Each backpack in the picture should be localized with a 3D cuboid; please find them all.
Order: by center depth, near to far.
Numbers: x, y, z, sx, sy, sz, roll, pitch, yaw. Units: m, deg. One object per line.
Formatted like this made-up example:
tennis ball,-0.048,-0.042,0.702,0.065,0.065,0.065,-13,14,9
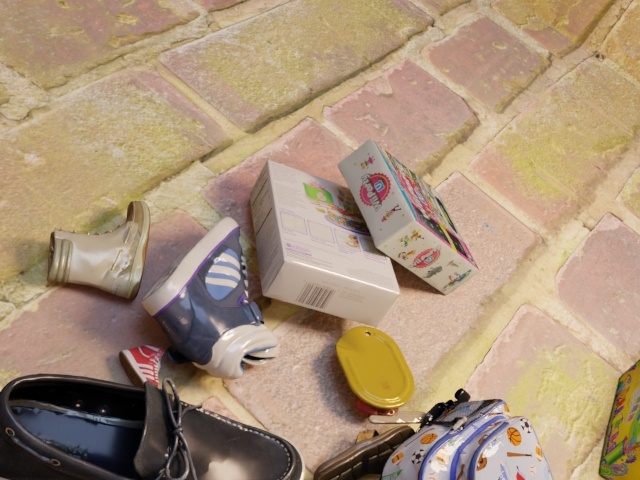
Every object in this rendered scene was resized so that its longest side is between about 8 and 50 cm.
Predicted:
backpack,0.232,0.400,1.402,0.263,0.213,0.276,-22,87,-32

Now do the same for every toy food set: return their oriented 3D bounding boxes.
toy food set,0.096,0.259,1.605,0.128,0.071,0.218,-2,47,-24

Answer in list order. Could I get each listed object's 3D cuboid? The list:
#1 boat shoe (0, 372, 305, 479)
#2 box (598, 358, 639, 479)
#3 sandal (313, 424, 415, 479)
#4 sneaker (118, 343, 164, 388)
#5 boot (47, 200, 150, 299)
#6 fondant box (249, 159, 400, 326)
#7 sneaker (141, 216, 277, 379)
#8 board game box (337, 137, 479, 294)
boat shoe,-0.247,0.302,1.310,0.500,0.156,0.186,15,42,-18
box,0.709,0.326,1.721,0.177,0.279,0.290,33,43,3
sandal,0.071,0.357,1.501,0.219,0.090,0.060,-17,37,-31
sneaker,-0.273,0.217,1.458,0.067,0.042,0.118,-17,57,-35
boot,-0.390,0.000,1.579,0.165,0.077,0.213,12,48,-16
fondant box,0.000,0.000,1.722,0.238,0.096,0.330,18,33,-21
sneaker,-0.163,0.114,1.582,0.236,0.130,0.323,47,28,-8
board game box,0.183,-0.043,1.818,0.303,0.097,0.224,30,29,-50
